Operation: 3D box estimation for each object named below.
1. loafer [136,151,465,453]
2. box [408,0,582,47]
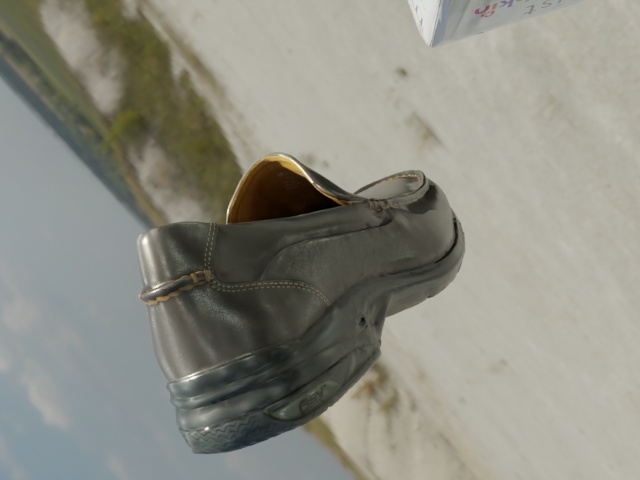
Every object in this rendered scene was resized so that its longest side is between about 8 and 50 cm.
[{"bbox_3d":[0.000,0.000,0.390,0.061,0.062,0.170,65,-157,-8],"label":"loafer"},{"bbox_3d":[0.082,-0.279,0.739,0.231,0.126,0.262,83,169,-78],"label":"box"}]
